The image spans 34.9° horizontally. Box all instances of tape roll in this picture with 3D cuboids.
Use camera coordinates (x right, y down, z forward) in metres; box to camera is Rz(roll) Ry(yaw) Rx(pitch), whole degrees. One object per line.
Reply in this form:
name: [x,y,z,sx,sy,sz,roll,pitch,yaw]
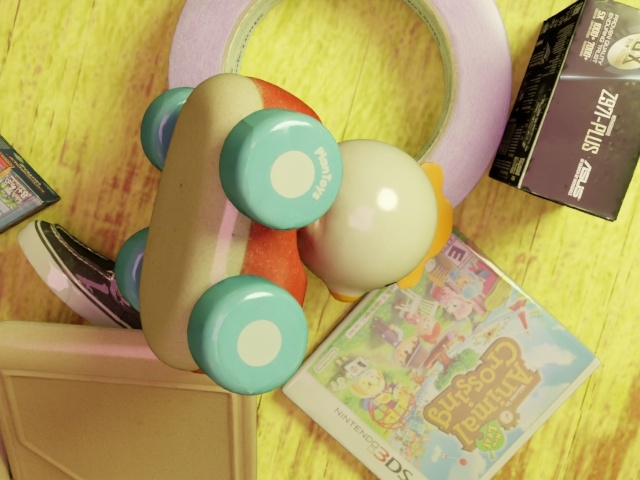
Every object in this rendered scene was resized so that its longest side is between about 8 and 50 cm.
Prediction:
tape roll: [0.016,-0.130,0.849,0.275,0.090,0.275,0,95,3]

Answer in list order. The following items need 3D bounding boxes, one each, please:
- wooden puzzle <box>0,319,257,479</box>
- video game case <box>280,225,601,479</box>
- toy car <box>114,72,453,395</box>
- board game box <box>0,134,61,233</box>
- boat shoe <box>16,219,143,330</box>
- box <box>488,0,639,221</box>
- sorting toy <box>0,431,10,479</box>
wooden puzzle: [-0.163,0.168,0.877,0.221,0.044,0.239,4,125,2]
video game case: [0.105,0.119,0.903,0.193,0.023,0.212,42,96,-2]
toy car: [0.000,0.000,0.747,0.238,0.219,0.210,8,97,-27]
board game box: [-0.367,-0.040,0.890,0.194,0.060,0.194,-43,93,5]
boat shoe: [-0.162,0.049,0.886,0.219,0.078,0.070,43,97,-10]
box: [0.201,-0.101,0.797,0.077,0.180,0.147,19,96,1]
sorting toy: [-0.375,0.188,0.887,0.196,0.047,0.348,1,107,0]
